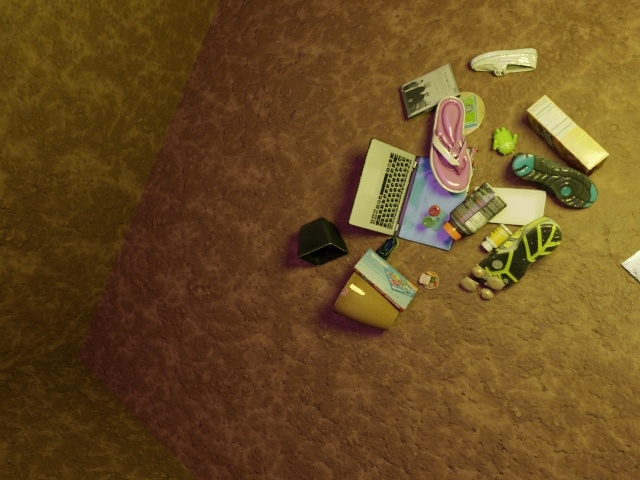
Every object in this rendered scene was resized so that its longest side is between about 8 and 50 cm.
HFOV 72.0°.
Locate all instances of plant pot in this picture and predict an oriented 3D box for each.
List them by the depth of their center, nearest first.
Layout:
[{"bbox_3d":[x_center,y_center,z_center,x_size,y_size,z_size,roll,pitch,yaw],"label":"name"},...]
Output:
[{"bbox_3d":[0.218,0.284,1.958,0.254,0.237,0.237,32,101,12],"label":"plant pot"},{"bbox_3d":[0.000,0.000,2.110,0.188,0.187,0.167,-24,62,23],"label":"plant pot"}]

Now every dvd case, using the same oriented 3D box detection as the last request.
[{"bbox_3d":[0.488,-0.668,1.973,0.238,0.029,0.179,-19,66,24],"label":"dvd case"}]

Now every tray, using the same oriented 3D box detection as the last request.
[{"bbox_3d":[0.768,-0.139,1.806,0.270,0.030,0.145,8,89,27],"label":"tray"}]

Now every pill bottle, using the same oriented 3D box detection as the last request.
[{"bbox_3d":[0.618,-0.109,1.790,0.245,0.130,0.130,-43,69,18],"label":"pill bottle"},{"bbox_3d":[0.719,-0.009,1.800,0.116,0.065,0.065,-46,68,16],"label":"pill bottle"}]

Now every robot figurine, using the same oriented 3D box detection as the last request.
[{"bbox_3d":[0.756,-0.406,1.812,0.101,0.067,0.115,-15,76,-5],"label":"robot figurine"}]

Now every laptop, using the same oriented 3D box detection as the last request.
[{"bbox_3d":[0.387,-0.197,1.897,0.236,0.407,0.382,20,96,61],"label":"laptop"}]

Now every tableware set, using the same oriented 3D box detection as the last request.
[{"bbox_3d":[0.655,0.175,1.787,0.141,0.020,0.169,36,142,15],"label":"tableware set"}]

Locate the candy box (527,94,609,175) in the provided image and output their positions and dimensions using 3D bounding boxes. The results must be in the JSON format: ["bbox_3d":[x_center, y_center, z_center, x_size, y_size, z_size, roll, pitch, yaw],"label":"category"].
[{"bbox_3d":[0.923,-0.386,1.660,0.087,0.183,0.316,-42,69,17],"label":"candy box"}]

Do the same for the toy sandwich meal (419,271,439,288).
[{"bbox_3d":[0.475,0.173,1.928,0.085,0.029,0.086,-2,85,27],"label":"toy sandwich meal"}]

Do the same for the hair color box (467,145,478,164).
[{"bbox_3d":[0.599,-0.376,1.903,0.141,0.043,0.072,19,95,27],"label":"hair color box"}]

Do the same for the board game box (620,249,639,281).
[{"bbox_3d":[1.161,0.090,1.592,0.090,0.020,0.090,-44,69,17],"label":"board game box"}]

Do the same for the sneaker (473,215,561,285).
[{"bbox_3d":[0.775,0.052,1.738,0.145,0.147,0.384,46,126,-2],"label":"sneaker"}]

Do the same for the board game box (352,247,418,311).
[{"bbox_3d":[0.284,0.170,1.925,0.281,0.145,0.027,41,142,5],"label":"board game box"}]

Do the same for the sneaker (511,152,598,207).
[{"bbox_3d":[0.899,-0.248,1.694,0.340,0.140,0.125,32,116,3],"label":"sneaker"}]

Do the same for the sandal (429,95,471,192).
[{"bbox_3d":[0.539,-0.405,1.829,0.169,0.102,0.416,-5,83,5],"label":"sandal"}]

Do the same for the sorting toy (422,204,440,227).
[{"bbox_3d":[0.479,-0.100,1.878,0.061,0.042,0.102,31,105,14],"label":"sorting toy"}]

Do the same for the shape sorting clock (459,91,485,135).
[{"bbox_3d":[0.608,-0.545,1.913,0.206,0.040,0.206,-4,83,33],"label":"shape sorting clock"}]

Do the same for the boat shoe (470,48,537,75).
[{"bbox_3d":[0.755,-0.729,1.823,0.258,0.095,0.084,1,82,28],"label":"boat shoe"}]

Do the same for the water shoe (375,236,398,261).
[{"bbox_3d":[0.275,0.064,2.011,0.073,0.080,0.203,38,103,25],"label":"water shoe"}]
